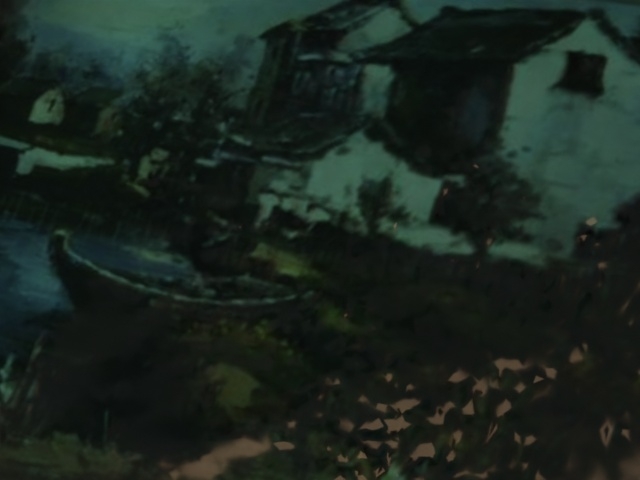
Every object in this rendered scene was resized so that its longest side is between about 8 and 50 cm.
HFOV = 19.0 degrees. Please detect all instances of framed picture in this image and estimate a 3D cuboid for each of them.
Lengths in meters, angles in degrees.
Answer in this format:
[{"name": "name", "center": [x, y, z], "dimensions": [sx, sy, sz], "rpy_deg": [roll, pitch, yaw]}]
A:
[{"name": "framed picture", "center": [0.000, 0.000, 0.486], "dimensions": [0.296, 0.019, 0.232], "rpy_deg": [9, 65, 16]}]
